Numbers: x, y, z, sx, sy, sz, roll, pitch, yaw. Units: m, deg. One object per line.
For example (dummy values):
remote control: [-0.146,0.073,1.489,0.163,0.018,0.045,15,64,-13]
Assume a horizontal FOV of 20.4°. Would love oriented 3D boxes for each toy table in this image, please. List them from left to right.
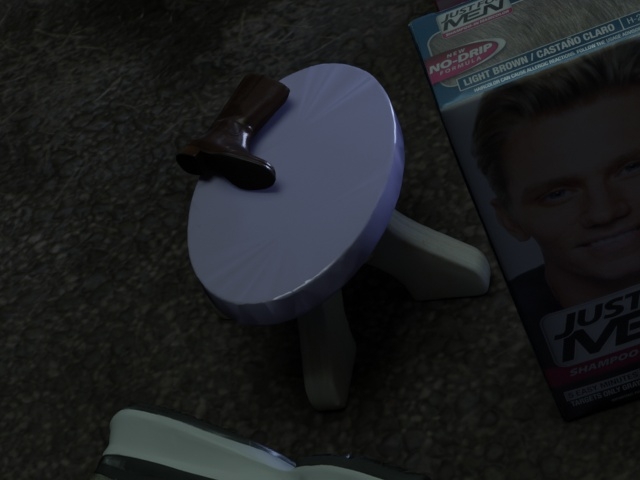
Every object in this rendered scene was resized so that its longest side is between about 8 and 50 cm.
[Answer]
toy table: [0.000,0.000,1.486,0.252,0.161,0.274,3,49,29]

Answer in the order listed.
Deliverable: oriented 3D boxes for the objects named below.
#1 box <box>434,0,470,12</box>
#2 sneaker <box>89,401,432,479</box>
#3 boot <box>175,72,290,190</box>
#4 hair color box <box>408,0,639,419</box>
box: [0.242,-0.313,1.683,0.300,0.154,0.142,-16,43,13]
sneaker: [-0.036,0.285,1.253,0.447,0.169,0.257,9,61,42]
boot: [-0.051,-0.095,1.466,0.106,0.037,0.114,16,51,35]
hair color box: [0.201,-0.032,1.279,0.174,0.347,0.105,-21,43,7]
